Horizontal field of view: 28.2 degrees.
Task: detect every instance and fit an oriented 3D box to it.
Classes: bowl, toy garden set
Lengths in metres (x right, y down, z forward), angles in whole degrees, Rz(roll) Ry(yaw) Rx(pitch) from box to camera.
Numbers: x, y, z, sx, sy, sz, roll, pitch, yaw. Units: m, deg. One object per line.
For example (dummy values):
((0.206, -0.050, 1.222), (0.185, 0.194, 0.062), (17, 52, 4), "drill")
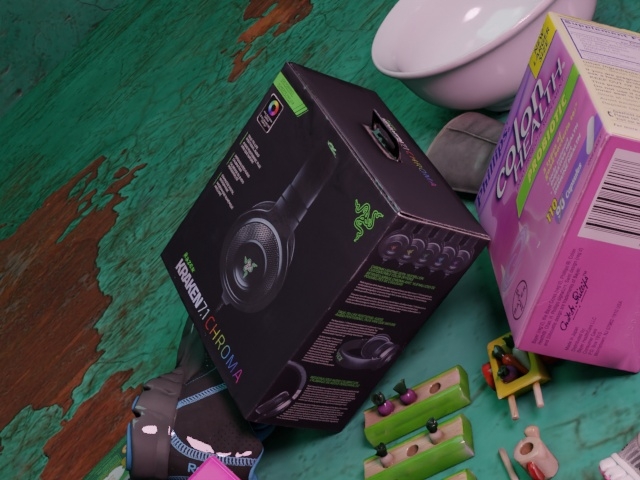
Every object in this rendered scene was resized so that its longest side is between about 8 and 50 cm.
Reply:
((0.217, -0.249, 1.529), (0.298, 0.134, 0.298), (-29, 28, 17), "bowl")
((0.118, 0.185, 1.113), (0.204, 0.049, 0.244), (-29, 30, 21), "toy garden set")

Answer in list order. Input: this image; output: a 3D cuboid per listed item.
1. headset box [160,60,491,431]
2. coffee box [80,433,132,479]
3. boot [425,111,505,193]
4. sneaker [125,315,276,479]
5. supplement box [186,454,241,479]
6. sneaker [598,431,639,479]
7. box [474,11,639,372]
((0.000, 0.000, 1.259), (0.283, 0.131, 0.246), (-53, 46, 24), "headset box")
((-0.202, 0.283, 1.376), (0.113, 0.040, 0.184), (-46, 28, -6), "coffee box")
((0.223, -0.111, 1.408), (0.189, 0.076, 0.208), (-41, 21, -6), "boot")
((-0.098, 0.159, 1.377), (0.139, 0.125, 0.341), (12, 30, 6), "sneaker")
((-0.120, 0.314, 1.113), (0.111, 0.114, 0.220), (39, 79, 26), "supplement box")
((0.271, 0.178, 0.919), (0.075, 0.063, 0.170), (-49, 23, -3), "sneaker")
((0.238, -0.048, 1.120), (0.243, 0.117, 0.213), (-93, 17, -57), "box")
